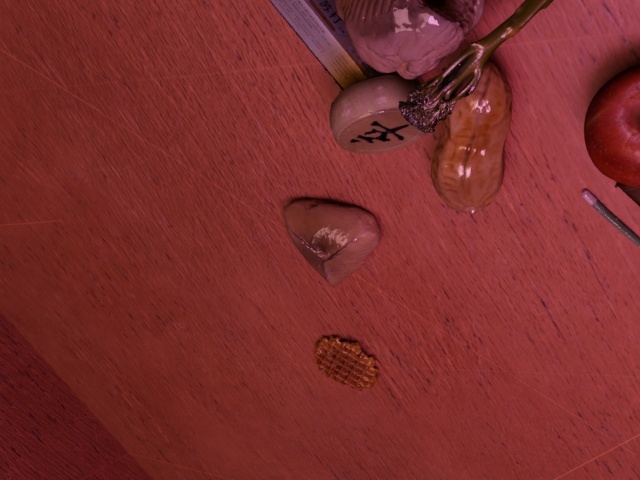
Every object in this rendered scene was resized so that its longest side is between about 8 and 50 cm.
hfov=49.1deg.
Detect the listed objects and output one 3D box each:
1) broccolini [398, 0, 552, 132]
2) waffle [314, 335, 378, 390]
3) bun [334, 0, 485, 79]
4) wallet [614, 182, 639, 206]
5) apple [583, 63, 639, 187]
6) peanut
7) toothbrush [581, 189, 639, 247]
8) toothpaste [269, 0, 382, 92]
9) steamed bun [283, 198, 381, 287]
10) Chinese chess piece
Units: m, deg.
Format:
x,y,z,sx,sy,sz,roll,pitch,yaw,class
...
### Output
x,y,z,sx,sy,sz,roll,pitch,yaw,class
0.284,-0.322,1.107,0.392,0.074,0.079,-40,133,13,broccolini
0.067,0.325,1.857,0.191,0.038,0.191,17,131,20,waffle
0.153,-0.395,1.112,0.281,0.281,0.205,-19,153,40,bun
0.632,-0.021,1.201,0.255,0.031,0.137,44,173,-6,wallet
0.517,-0.177,1.095,0.201,0.162,0.201,-4,81,29,apple
0.274,-0.178,1.256,0.147,0.147,0.305,18,132,18,peanut
0.580,-0.006,1.300,0.257,0.018,0.024,41,141,-5,toothbrush
-0.006,-0.407,1.286,0.313,0.089,0.071,48,141,-12,toothpaste
0.026,0.000,1.576,0.212,0.110,0.231,-26,111,41,steamed bun
0.111,-0.227,1.298,0.188,0.188,0.083,-25,66,41,Chinese chess piece
